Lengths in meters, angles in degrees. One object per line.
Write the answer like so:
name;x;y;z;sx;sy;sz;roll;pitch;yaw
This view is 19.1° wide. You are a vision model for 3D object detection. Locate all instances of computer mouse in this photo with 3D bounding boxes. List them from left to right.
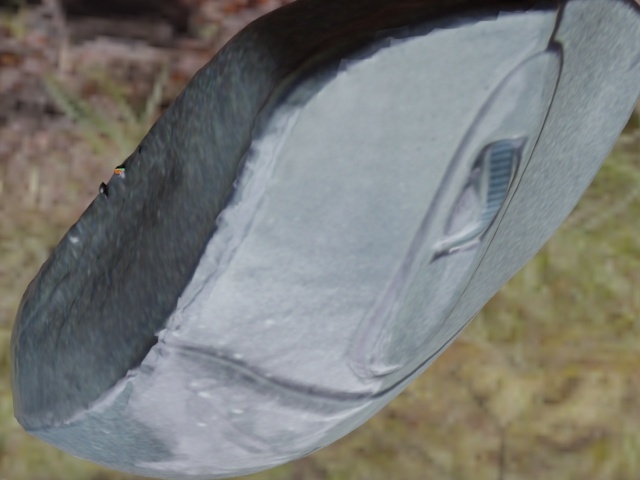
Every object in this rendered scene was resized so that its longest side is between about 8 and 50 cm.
computer mouse;0.002;0.006;0.445;0.113;0.068;0.229;-15;162;-37
